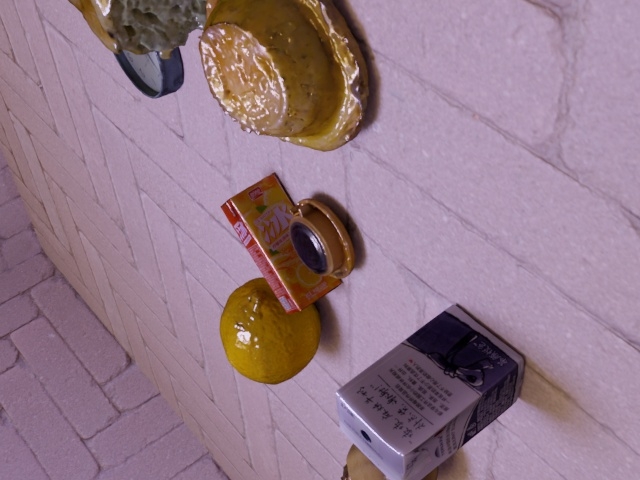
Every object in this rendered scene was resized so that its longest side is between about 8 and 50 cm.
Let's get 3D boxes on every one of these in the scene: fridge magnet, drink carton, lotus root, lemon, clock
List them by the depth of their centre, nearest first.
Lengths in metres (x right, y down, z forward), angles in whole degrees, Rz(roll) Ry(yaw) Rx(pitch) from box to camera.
[{"bbox_3d":[0.144,0.205,1.129,0.134,0.222,0.102,40,150,34],"label":"drink carton"},{"bbox_3d":[0.000,0.000,1.354,0.143,0.063,0.143,40,147,34],"label":"fridge magnet"},{"bbox_3d":[-0.068,0.007,1.450,0.223,0.096,0.071,59,156,-2],"label":"drink carton"},{"bbox_3d":[0.127,0.397,1.503,0.303,0.130,0.146,126,133,-63],"label":"lotus root"},{"bbox_3d":[-0.333,-0.368,1.569,0.226,0.049,0.226,44,152,31],"label":"clock"},{"bbox_3d":[-0.094,0.167,1.578,0.188,0.188,0.257,43,155,29],"label":"lemon"}]

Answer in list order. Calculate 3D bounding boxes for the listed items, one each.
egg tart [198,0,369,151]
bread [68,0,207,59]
[{"bbox_3d":[-0.062,-0.229,1.123,0.288,0.118,0.288,29,141,28],"label":"egg tart"},{"bbox_3d":[-0.300,-0.414,1.273,0.252,0.238,0.196,50,118,29],"label":"bread"}]
